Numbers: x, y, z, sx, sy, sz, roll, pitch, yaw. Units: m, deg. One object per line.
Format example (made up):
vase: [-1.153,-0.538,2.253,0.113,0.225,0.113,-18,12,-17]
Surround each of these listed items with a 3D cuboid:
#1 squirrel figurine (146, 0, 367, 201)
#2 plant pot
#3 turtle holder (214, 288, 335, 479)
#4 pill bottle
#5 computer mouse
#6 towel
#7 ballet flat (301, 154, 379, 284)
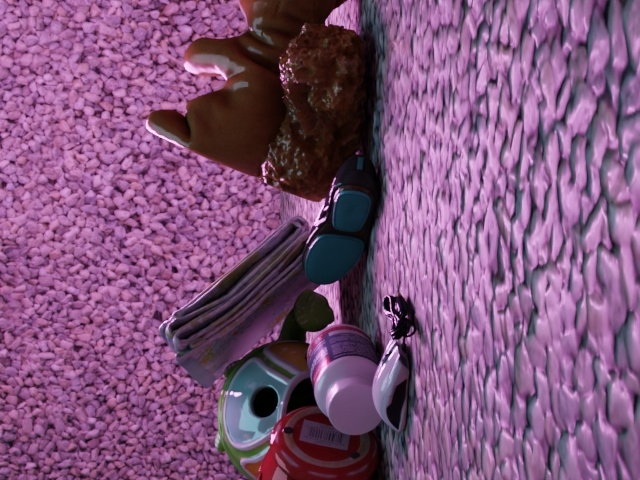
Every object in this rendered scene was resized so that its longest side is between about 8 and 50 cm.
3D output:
squirrel figurine: [-0.043,-0.278,1.848,0.397,0.281,0.370,28,97,43]
plant pot: [-0.004,0.364,1.704,0.191,0.191,0.174,-99,15,-54]
turtle holder: [-0.033,0.277,1.961,0.320,0.243,0.227,-52,10,-21]
pill bottle: [0.040,0.206,1.640,0.180,0.108,0.108,-108,18,-69]
computer mouse: [0.092,0.168,1.455,0.106,0.042,0.193,-105,16,-63]
towel: [-0.126,0.119,1.996,0.090,0.320,0.374,49,171,11]
ballet flat: [0.039,-0.035,1.762,0.280,0.095,0.096,116,165,-54]
